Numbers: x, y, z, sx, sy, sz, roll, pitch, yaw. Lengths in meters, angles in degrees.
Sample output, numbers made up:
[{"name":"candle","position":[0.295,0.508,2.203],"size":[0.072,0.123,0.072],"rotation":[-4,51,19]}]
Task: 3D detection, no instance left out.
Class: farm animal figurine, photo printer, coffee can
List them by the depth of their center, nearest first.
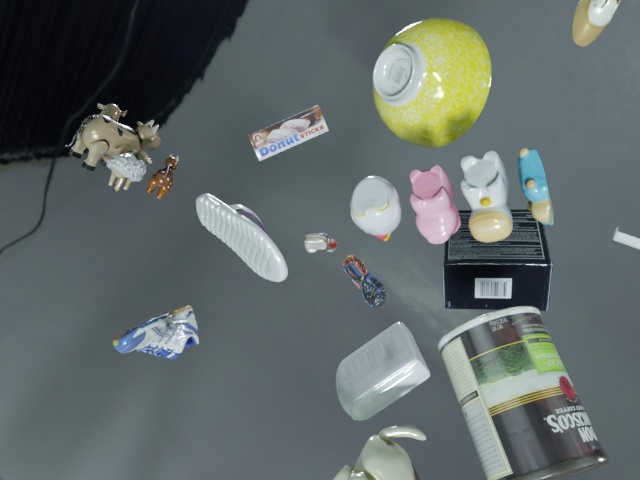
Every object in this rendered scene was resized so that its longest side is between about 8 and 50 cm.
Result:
[{"name":"coffee can","position":[0.347,0.283,1.072],"size":[0.201,0.201,0.275],"rotation":[8,53,-38]},{"name":"farm animal figurine","position":[-0.531,-0.270,1.628],"size":[0.330,0.172,0.327],"rotation":[35,11,13]},{"name":"photo printer","position":[0.187,0.431,1.982],"size":[0.107,0.307,0.256],"rotation":[50,8,-22]}]

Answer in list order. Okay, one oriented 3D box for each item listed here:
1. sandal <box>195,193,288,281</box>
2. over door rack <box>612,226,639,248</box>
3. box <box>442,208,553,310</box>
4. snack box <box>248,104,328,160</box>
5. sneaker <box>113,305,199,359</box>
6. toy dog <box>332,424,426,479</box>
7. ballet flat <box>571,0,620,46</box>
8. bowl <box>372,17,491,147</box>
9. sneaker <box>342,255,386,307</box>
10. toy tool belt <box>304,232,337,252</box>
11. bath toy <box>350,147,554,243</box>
[{"name":"sandal","position":[-0.227,-0.035,1.843],"size":[0.102,0.169,0.416],"rotation":[-33,57,-32]},{"name":"over door rack","position":[0.724,-0.126,1.208],"size":[0.108,0.240,0.324],"rotation":[31,38,33]},{"name":"box","position":[0.522,0.054,1.824],"size":[0.296,0.183,0.294],"rotation":[0,35,14]},{"name":"snack box","position":[-0.074,-0.248,1.400],"size":[0.064,0.178,0.022],"rotation":[67,-9,-17]},{"name":"sneaker","position":[-0.440,0.276,1.695],"size":[0.296,0.111,0.131],"rotation":[-17,87,-60]},{"name":"toy dog","position":[0.237,0.758,1.658],"size":[0.408,0.284,0.395],"rotation":[37,72,21]},{"name":"ballet flat","position":[0.617,-0.534,1.305],"size":[0.080,0.232,0.073],"rotation":[22,7,-13]},{"name":"bowl","position":[0.207,-0.355,1.333],"size":[0.156,0.289,0.289],"rotation":[0,45,-43]},{"name":"sneaker","position":[0.151,0.135,2.084],"size":[0.221,0.083,0.087],"rotation":[57,-1,-14]},{"name":"toy tool belt","position":[0.000,0.000,1.559],"size":[0.083,0.052,0.051],"rotation":[-2,29,1]},{"name":"bath toy","position":[0.225,-0.059,1.083],"size":[0.129,0.348,0.151],"rotation":[41,49,-55]}]
